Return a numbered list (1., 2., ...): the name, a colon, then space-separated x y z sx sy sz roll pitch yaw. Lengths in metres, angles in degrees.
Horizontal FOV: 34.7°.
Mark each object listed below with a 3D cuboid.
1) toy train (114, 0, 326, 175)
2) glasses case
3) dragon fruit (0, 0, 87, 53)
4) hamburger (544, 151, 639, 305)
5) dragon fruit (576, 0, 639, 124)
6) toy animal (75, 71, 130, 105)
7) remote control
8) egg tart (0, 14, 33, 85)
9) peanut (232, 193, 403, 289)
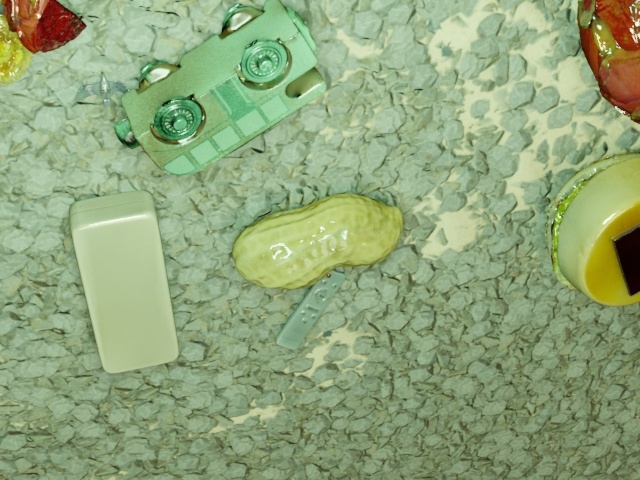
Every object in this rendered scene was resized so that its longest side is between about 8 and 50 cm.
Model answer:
1. toy train: -0.149 -0.221 1.528 0.326 0.129 0.159 -32 134 4
2. glasses case: -0.329 0.076 1.737 0.144 0.076 0.336 -10 129 -11
3. dragon fruit: -0.394 -0.306 1.381 0.106 0.162 0.083 35 96 4
4. hamburger: 0.551 -0.025 1.881 0.300 0.176 0.300 -9 127 -11
5. dragon fruit: 0.548 -0.309 1.598 0.277 0.277 0.342 -36 91 11
6. toy animal: -0.324 -0.228 1.531 0.084 0.028 0.050 -4 136 -16
7. remote control: -0.020 0.125 1.913 0.050 0.027 0.184 22 113 -32
8. egg tart: -0.469 -0.272 1.438 0.129 0.049 0.128 -11 135 -11
9. peanut: 0.000 0.000 1.757 0.306 0.147 0.147 -19 130 -9
